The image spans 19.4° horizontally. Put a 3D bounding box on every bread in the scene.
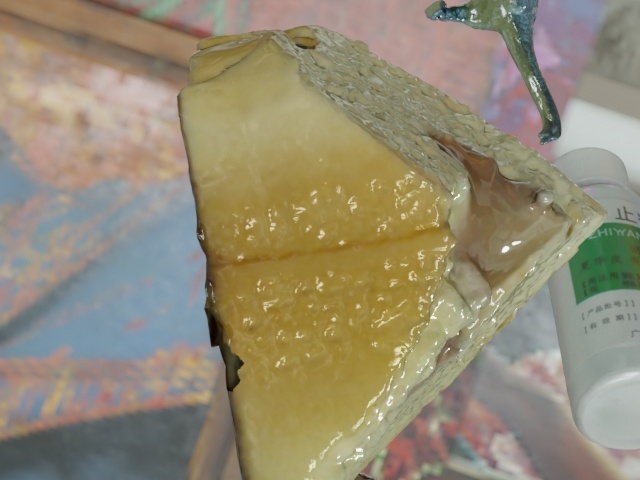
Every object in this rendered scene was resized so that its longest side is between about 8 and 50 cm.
[{"bbox_3d":[-0.011,0.005,0.946,0.224,0.211,0.183,-51,172,13],"label":"bread"}]

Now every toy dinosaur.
[{"bbox_3d":[0.179,-0.272,1.863,0.076,0.147,0.363,-29,-129,48],"label":"toy dinosaur"}]

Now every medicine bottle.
[{"bbox_3d":[0.222,0.037,1.444,0.260,0.095,0.095,-95,-166,-46],"label":"medicine bottle"}]

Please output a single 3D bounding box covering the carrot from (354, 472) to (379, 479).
[{"bbox_3d":[0.003,0.213,1.633,0.161,0.055,0.055,27,80,-44],"label":"carrot"}]
